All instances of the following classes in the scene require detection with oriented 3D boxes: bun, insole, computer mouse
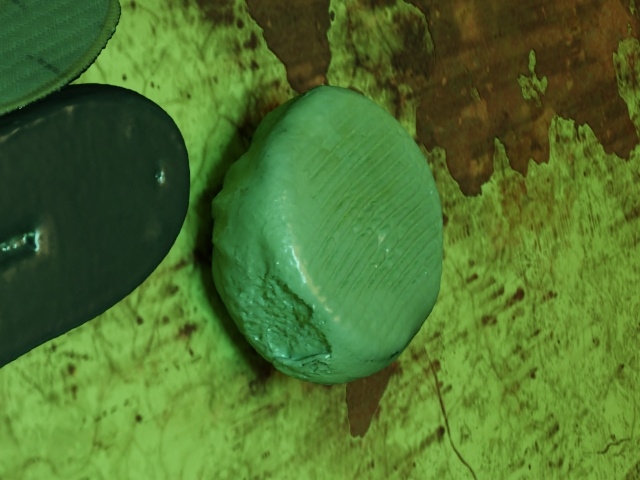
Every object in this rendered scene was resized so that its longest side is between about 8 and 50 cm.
[{"bbox_3d":[0.001,-0.002,1.154,0.221,0.108,0.221,22,61,-46],"label":"bun"},{"bbox_3d":[-0.220,-0.088,0.839,0.348,0.119,0.009,-40,156,-49],"label":"insole"},{"bbox_3d":[-0.186,-0.004,0.877,0.270,0.086,0.137,-32,117,-46],"label":"computer mouse"}]
